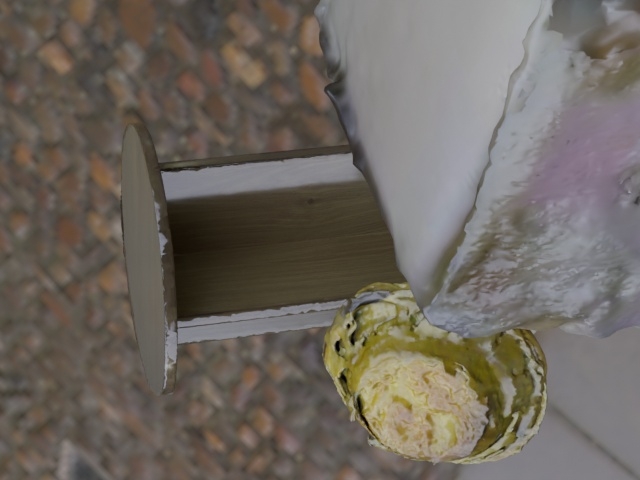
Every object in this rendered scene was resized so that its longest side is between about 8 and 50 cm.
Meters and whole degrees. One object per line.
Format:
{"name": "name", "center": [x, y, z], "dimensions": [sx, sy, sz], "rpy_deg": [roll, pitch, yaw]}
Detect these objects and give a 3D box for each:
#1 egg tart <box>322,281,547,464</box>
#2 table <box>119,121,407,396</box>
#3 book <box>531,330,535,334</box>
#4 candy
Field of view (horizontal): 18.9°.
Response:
{"name": "egg tart", "center": [0.059, 0.080, 1.038], "dimensions": [0.130, 0.052, 0.130], "rpy_deg": [9, 129, 11]}
{"name": "table", "center": [0.000, 0.000, 1.187], "dimensions": [0.167, 0.226, 0.167], "rpy_deg": [174, 90, -77]}
{"name": "book", "center": [0.167, -0.035, 1.945], "dimensions": [0.202, 0.027, 0.264], "rpy_deg": [100, 147, -76]}
{"name": "candy", "center": [0.087, -0.083, 0.699], "dimensions": [0.195, 0.137, 0.185], "rpy_deg": [108, 151, -47]}
